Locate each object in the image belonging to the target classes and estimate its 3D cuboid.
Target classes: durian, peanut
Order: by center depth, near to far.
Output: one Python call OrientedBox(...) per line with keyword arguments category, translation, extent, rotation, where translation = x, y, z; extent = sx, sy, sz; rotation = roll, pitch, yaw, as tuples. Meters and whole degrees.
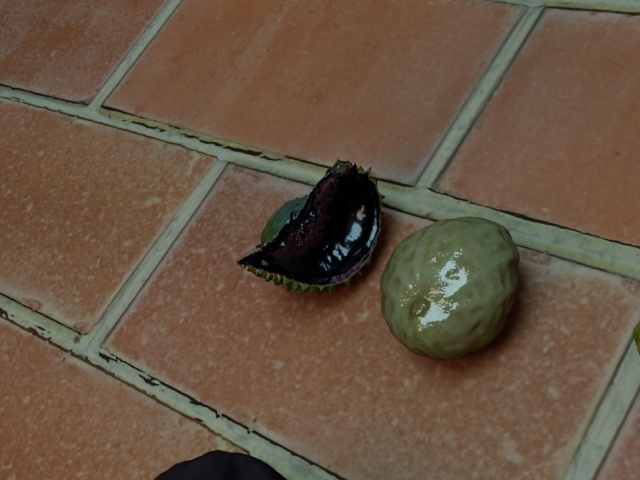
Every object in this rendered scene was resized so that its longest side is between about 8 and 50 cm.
OrientedBox(category="peanut", translation=(0.131, 0.047, 1.055), extent=(0.140, 0.109, 0.159), rotation=(-16, 44, 41))
OrientedBox(category="durian", translation=(-0.002, -0.001, 1.209), extent=(0.186, 0.119, 0.108), rotation=(-48, 8, -12))

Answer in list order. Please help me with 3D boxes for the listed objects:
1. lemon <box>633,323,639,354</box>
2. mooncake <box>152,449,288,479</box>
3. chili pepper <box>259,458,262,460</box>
OrientedBox(category="lemon", translation=(0.369, 0.075, 0.825), extent=(0.244, 0.187, 0.187), rotation=(-14, 49, 34))
OrientedBox(category="mooncake", translation=(-0.119, 0.356, 0.854), extent=(0.350, 0.212, 0.381), rotation=(-45, 28, -12))
OrientedBox(category="chili pepper", translation=(-0.061, 0.264, 1.076), extent=(0.027, 0.022, 0.083), rotation=(-57, 36, 32))
